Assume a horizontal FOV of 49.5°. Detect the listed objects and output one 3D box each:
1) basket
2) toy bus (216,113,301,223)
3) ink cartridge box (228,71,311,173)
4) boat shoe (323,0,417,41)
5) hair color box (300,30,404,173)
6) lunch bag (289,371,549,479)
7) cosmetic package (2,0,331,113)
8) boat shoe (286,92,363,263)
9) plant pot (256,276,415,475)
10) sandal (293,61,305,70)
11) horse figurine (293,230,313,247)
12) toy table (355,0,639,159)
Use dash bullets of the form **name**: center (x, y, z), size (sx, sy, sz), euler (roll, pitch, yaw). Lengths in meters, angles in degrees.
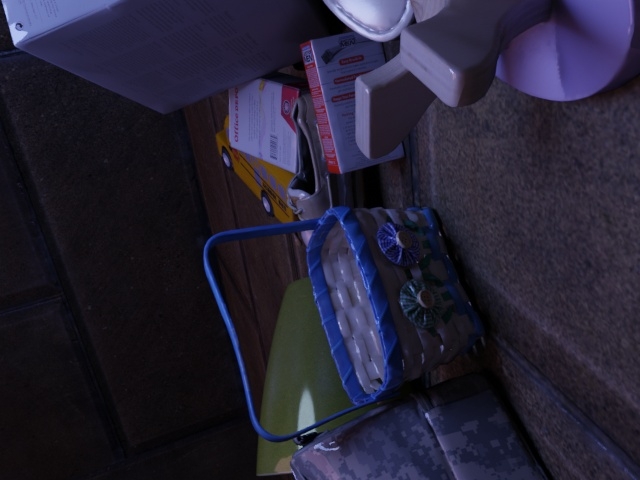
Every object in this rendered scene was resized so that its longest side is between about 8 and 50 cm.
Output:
- **basket**: center (0.025, 0.078, 0.835), size (0.201, 0.289, 0.255), euler (111, 140, -66)
- **toy bus**: center (-0.085, -0.147, 1.257), size (0.333, 0.108, 0.130), euler (47, 153, 44)
- **ink cartridge box**: center (-0.064, -0.190, 1.075), size (0.175, 0.072, 0.127), euler (27, 124, 43)
- **boat shoe**: center (0.031, -0.336, 0.752), size (0.109, 0.091, 0.305), euler (-37, 70, 27)
- **hair color box**: center (0.041, -0.177, 0.881), size (0.053, 0.093, 0.167), euler (-154, 50, -69)
- **lunch bag**: center (0.125, 0.335, 0.822), size (0.212, 0.256, 0.305), euler (103, 148, -61)
- **cosmetic package**: center (-0.156, -0.278, 0.858), size (0.377, 0.284, 0.097), euler (3, -109, -80)
- **boat shoe**: center (0.002, -0.067, 1.001), size (0.113, 0.103, 0.302), euler (-142, 50, -63)
- **plant pot**: center (0.022, 0.211, 1.114), size (0.275, 0.275, 0.293), euler (119, 146, -69)
- **sandal**: center (-0.058, -0.389, 1.073), size (0.097, 0.054, 0.254), euler (-136, 32, -61)
- **horse figurine**: center (0.000, 0.000, 1.272), size (0.174, 0.066, 0.263), euler (84, 160, -53)
- **toy table**: center (0.100, -0.192, 0.533), size (0.274, 0.161, 0.252), euler (-131, 28, -54)
